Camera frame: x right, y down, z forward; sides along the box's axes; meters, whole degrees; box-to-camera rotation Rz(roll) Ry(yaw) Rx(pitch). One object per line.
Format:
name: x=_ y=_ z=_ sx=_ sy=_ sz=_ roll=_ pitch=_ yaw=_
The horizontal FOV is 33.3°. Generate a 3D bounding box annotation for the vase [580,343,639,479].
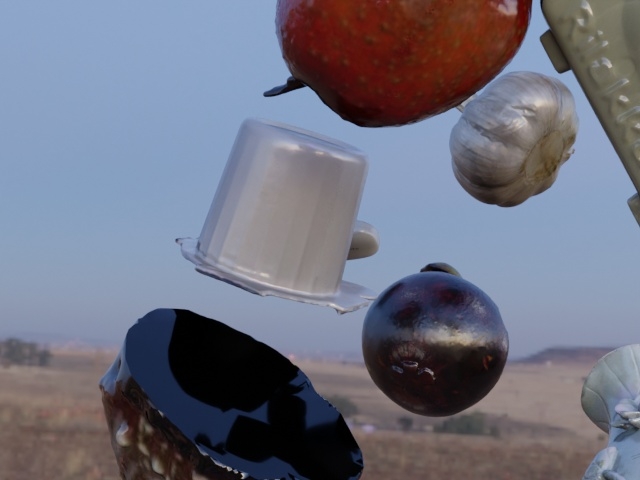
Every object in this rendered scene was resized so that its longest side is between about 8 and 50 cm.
vase: x=0.465 y=0.334 z=1.441 sx=0.250 sy=0.250 sz=0.445 roll=2 pitch=31 yaw=5

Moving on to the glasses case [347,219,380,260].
glasses case: x=0.000 y=0.000 z=1.717 sx=0.193 sy=0.049 sz=0.074 roll=-1 pitch=-35 yaw=19

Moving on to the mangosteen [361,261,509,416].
mangosteen: x=0.184 y=0.144 z=1.644 sx=0.228 sy=0.228 sz=0.265 roll=0 pitch=27 yaw=28

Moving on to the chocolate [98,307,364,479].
chocolate: x=-0.127 y=0.260 z=1.294 sx=0.340 sy=0.210 sz=0.225 roll=37 pitch=34 yaw=25

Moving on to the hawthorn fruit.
hawthorn fruit: x=0.051 y=-0.226 z=1.040 sx=0.300 sy=0.254 sz=0.254 roll=-26 pitch=-20 yaw=27

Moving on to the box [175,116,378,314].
box: x=-0.022 y=-0.039 z=1.438 sx=0.291 sy=0.206 sz=0.262 roll=13 pitch=12 yaw=-20

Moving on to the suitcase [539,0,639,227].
suitcase: x=0.405 y=-0.183 z=0.983 sx=0.339 sy=0.351 sz=0.194 roll=-29 pitch=-4 yaw=30

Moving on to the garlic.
garlic: x=0.253 y=-0.170 z=1.554 sx=0.212 sy=0.218 sz=0.218 roll=42 pitch=18 yaw=32
